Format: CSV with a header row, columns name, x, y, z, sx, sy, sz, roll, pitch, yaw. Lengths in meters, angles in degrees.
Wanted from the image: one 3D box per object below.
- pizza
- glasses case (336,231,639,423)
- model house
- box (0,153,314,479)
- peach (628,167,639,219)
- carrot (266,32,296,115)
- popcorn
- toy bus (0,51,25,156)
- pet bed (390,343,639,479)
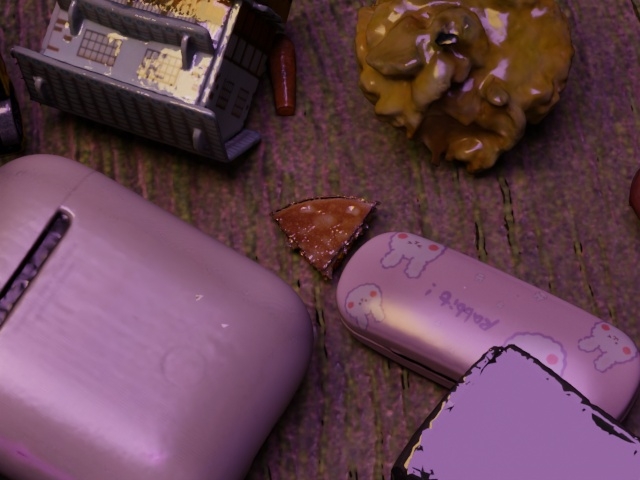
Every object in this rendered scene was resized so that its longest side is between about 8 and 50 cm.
name,x,y,z,sx,sy,sz,roll,pitch,yaw
pizza,-0.004,-0.011,1.874,0.099,0.029,0.100,20,60,26
glasses case,0.153,0.087,1.766,0.297,0.075,0.113,24,67,20
model house,-0.158,-0.209,1.899,0.224,0.198,0.215,18,87,15
box,-0.200,0.096,1.731,0.349,0.141,0.288,29,66,5
peach,0.334,-0.046,1.825,0.083,0.083,0.083,-3,59,4
carrot,-0.039,-0.173,1.972,0.032,0.032,0.093,-7,61,2
popcorn,0.138,-0.181,1.876,0.218,0.169,0.189,7,60,14
toy bus,-0.389,-0.208,1.854,0.145,0.331,0.151,-11,55,-1
pet bed,0.178,0.217,1.639,0.211,0.159,0.183,36,79,13
